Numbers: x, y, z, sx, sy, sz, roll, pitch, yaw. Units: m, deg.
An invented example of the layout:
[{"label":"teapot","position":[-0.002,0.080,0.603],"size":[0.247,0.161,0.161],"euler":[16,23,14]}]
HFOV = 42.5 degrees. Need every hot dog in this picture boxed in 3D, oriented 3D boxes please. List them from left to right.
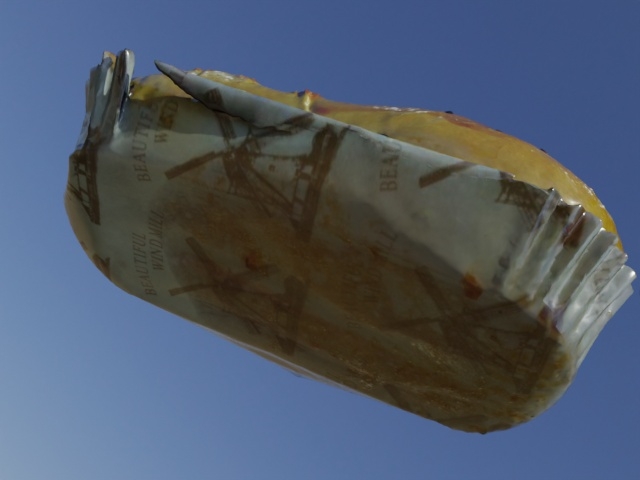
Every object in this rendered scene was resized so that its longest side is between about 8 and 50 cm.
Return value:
[{"label":"hot dog","position":[0.000,0.000,0.383],"size":[0.270,0.082,0.162],"euler":[19,-49,14]}]
